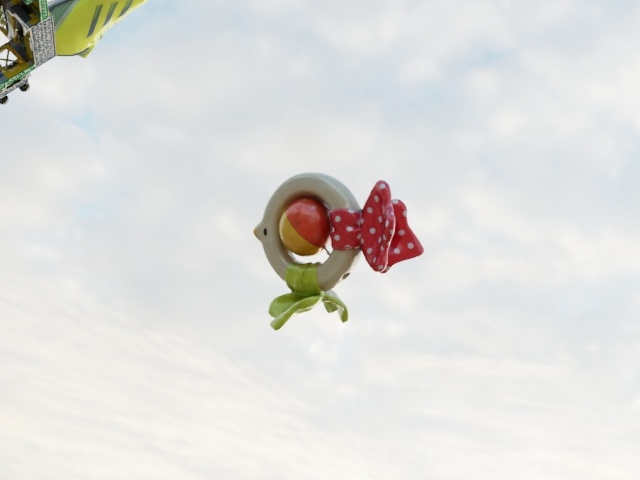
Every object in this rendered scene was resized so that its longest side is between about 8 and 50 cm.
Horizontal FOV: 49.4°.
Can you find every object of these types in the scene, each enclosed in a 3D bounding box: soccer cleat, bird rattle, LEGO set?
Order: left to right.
[{"bbox_3d":[-0.458,-0.312,0.835,0.192,0.255,0.331,46,-19,2],"label":"LEGO set"},{"bbox_3d":[-0.420,-0.396,1.251,0.289,0.093,0.121,-16,-53,9],"label":"soccer cleat"},{"bbox_3d":[0.000,0.000,0.939,0.207,0.143,0.254,50,-53,21],"label":"bird rattle"}]
